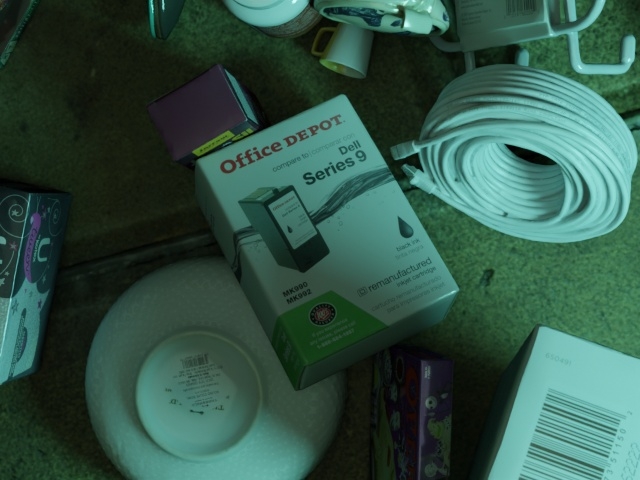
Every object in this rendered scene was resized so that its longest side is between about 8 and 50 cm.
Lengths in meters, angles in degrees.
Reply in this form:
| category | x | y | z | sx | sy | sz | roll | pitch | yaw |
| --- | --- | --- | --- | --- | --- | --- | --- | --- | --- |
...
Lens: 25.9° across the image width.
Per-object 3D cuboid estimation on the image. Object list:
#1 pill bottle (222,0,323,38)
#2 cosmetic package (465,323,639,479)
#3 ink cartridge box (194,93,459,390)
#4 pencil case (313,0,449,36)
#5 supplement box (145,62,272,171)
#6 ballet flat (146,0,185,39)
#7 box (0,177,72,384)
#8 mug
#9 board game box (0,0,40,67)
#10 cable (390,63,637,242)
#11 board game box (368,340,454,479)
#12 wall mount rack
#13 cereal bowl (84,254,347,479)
| category | x | y | z | sx | sy | sz | roll | pitch | yaw |
| --- | --- | --- | --- | --- | --- | --- | --- | --- | --- |
| pill bottle | -0.059 | -0.314 | 1.679 | 0.121 | 0.216 | 0.121 | 0 | 92 | 7 |
| cosmetic package | 0.253 | 0.253 | 1.522 | 0.161 | 0.453 | 0.230 | 19 | 80 | 6 |
| ink cartridge box | 0.000 | 0.000 | 1.670 | 0.211 | 0.121 | 0.289 | -26 | 73 | -13 |
| pencil case | 0.113 | -0.432 | 1.643 | 0.160 | 0.183 | 0.410 | 17 | 83 | -25 |
| supplement box | -0.127 | -0.140 | 1.704 | 0.104 | 0.188 | 0.081 | -29 | 80 | 7 |
| ballet flat | -0.192 | -0.398 | 1.758 | 0.096 | 0.095 | 0.280 | -11 | 91 | -5 |
| box | -0.423 | 0.046 | 1.761 | 0.142 | 0.163 | 0.247 | 11 | 94 | 8 |
| mug | 0.031 | -0.248 | 1.751 | 0.078 | 0.062 | 0.064 | 19 | 86 | -1 |
| board game box | -0.412 | -0.370 | 1.815 | 0.136 | 0.030 | 0.260 | 32 | 95 | 7 |
| cable | 0.245 | -0.098 | 1.644 | 0.257 | 0.257 | 0.089 | 35 | 58 | -16 |
| board game box | 0.104 | 0.302 | 1.685 | 0.056 | 0.208 | 0.347 | 1 | 92 | -18 |
| wall mount rack | 0.257 | -0.340 | 1.632 | 0.130 | 0.350 | 0.304 | -6 | 95 | -29 |
| cereal bowl | -0.140 | 0.186 | 1.746 | 0.339 | 0.141 | 0.339 | 0 | 93 | 7 |
